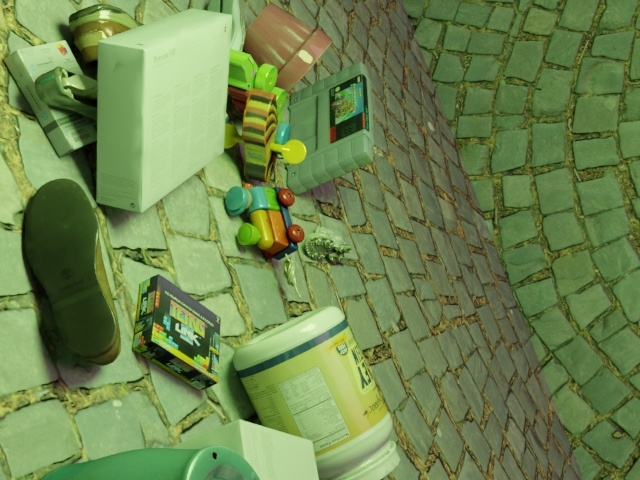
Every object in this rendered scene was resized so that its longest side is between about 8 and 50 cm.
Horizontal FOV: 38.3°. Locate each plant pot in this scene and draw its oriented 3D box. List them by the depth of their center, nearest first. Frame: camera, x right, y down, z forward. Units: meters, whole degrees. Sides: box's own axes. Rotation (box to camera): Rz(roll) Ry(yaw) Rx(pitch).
[{"bbox_3d":[-0.209,0.390,1.201,0.271,0.255,0.272,45,31,-37],"label":"plant pot"},{"bbox_3d":[-0.100,-0.488,2.312,0.180,0.201,0.201,42,30,-11],"label":"plant pot"}]

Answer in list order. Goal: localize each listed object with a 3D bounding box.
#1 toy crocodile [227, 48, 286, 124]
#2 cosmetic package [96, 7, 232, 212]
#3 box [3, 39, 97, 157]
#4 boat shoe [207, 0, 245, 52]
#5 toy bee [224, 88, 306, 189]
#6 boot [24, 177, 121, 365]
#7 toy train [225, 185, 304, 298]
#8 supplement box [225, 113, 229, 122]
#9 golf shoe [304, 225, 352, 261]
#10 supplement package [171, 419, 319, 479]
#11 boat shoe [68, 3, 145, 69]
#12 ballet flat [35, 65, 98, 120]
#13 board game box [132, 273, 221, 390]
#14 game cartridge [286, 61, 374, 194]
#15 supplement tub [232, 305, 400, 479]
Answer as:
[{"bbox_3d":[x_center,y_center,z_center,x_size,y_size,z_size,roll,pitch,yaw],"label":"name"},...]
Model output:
[{"bbox_3d":[-0.156,-0.329,2.047,0.340,0.115,0.105,61,51,-75],"label":"toy crocodile"},{"bbox_3d":[-0.276,-0.249,1.673,0.377,0.097,0.284,-52,153,-63],"label":"cosmetic package"},{"bbox_3d":[-0.443,-0.246,1.581,0.186,0.038,0.145,62,25,-8],"label":"box"},{"bbox_3d":[-0.215,-0.468,2.149,0.302,0.109,0.094,-87,153,-42],"label":"boat shoe"},{"bbox_3d":[-0.120,-0.190,2.022,0.298,0.195,0.162,49,52,-53],"label":"toy bee"},{"bbox_3d":[-0.374,0.051,1.414,0.115,0.112,0.305,84,-12,-68],"label":"boot"},{"bbox_3d":[-0.114,0.000,1.937,0.143,0.105,0.248,9,59,-49],"label":"toy train"},{"bbox_3d":[-0.251,-0.259,1.912,0.083,0.083,0.056,55,27,-20],"label":"supplement box"},{"bbox_3d":[0.000,0.000,2.215,0.086,0.069,0.176,53,16,25],"label":"golf shoe"},{"bbox_3d":[-0.113,0.418,1.485,0.203,0.149,0.194,31,41,-50],"label":"supplement package"},{"bbox_3d":[-0.352,-0.350,1.780,0.324,0.122,0.120,7,70,-56],"label":"boat shoe"},{"bbox_3d":[-0.388,-0.245,1.562,0.213,0.068,0.072,6,62,-62],"label":"ballet flat"},{"bbox_3d":[-0.243,0.160,1.589,0.170,0.048,0.141,42,35,-41],"label":"board game box"},{"bbox_3d":[0.024,-0.290,2.306,0.068,0.230,0.355,44,32,-37],"label":"game cartridge"},{"bbox_3d":[-0.003,0.304,1.712,0.316,0.228,0.228,65,25,0],"label":"supplement tub"}]
